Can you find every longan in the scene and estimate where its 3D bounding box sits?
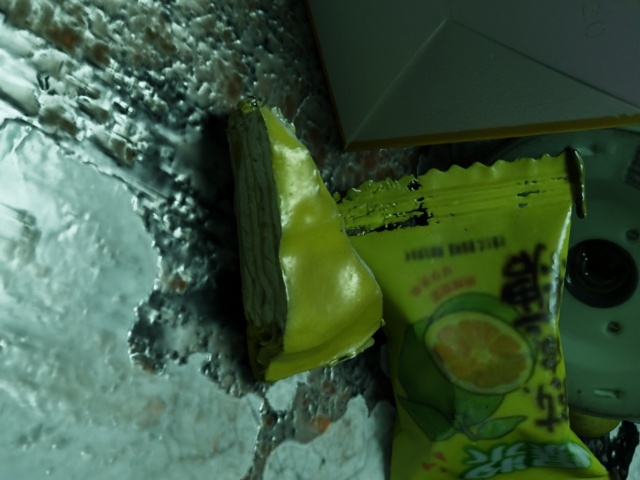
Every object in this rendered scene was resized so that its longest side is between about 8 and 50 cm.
[{"bbox_3d":[0.284,0.164,0.783,0.075,0.083,0.075,35,24,-18],"label":"longan"}]

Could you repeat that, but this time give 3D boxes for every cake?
[{"bbox_3d":[0.002,0.000,0.494,0.116,0.080,0.184,-3,89,-31],"label":"cake"}]

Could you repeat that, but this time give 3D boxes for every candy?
[{"bbox_3d":[0.123,0.089,0.573,0.081,0.187,0.297,-70,151,-80],"label":"candy"}]

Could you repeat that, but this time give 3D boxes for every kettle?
[{"bbox_3d":[0.311,-0.055,0.672,0.247,0.319,0.342,41,39,14],"label":"kettle"}]

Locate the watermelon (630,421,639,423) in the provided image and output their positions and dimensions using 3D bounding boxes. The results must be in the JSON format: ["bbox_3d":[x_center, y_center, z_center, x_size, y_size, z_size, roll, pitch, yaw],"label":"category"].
[{"bbox_3d":[0.499,0.039,0.879,0.222,0.292,0.319,-6,84,-42],"label":"watermelon"}]

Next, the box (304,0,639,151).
[{"bbox_3d":[0.134,-0.228,0.505,0.214,0.260,0.283,-25,107,-36],"label":"box"}]
